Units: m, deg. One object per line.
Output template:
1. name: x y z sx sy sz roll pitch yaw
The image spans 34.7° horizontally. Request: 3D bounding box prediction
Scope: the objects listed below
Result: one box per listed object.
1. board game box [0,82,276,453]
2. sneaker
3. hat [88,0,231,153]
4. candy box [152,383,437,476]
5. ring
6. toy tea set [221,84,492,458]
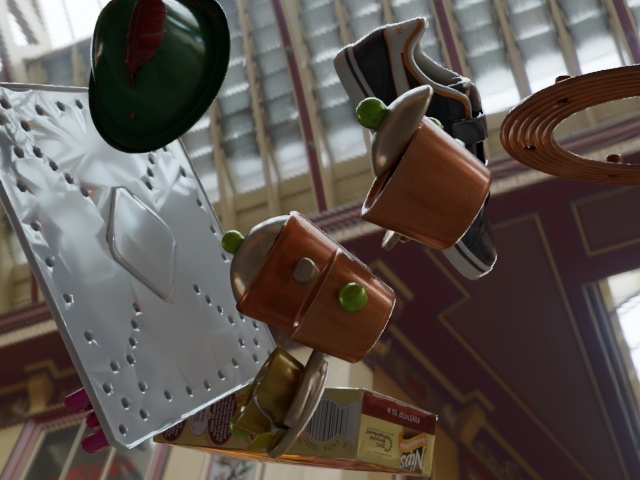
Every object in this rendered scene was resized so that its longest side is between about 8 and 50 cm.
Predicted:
1. board game box: -0.216 0.012 1.151 0.050 0.390 0.390 -26 -94 21
2. sneaker: 0.147 -0.110 1.204 0.127 0.126 0.321 -29 -80 18
3. hat: -0.197 -0.197 0.948 0.208 0.173 0.183 -41 -29 16
4. candy box: -0.035 0.240 1.307 0.316 0.088 0.183 -3 -20 34
5. ring: 0.369 -0.128 1.133 0.336 0.032 0.336 4 -16 1
6. toy tea set: 0.000 0.000 0.743 0.124 0.200 0.336 30 -50 -5
